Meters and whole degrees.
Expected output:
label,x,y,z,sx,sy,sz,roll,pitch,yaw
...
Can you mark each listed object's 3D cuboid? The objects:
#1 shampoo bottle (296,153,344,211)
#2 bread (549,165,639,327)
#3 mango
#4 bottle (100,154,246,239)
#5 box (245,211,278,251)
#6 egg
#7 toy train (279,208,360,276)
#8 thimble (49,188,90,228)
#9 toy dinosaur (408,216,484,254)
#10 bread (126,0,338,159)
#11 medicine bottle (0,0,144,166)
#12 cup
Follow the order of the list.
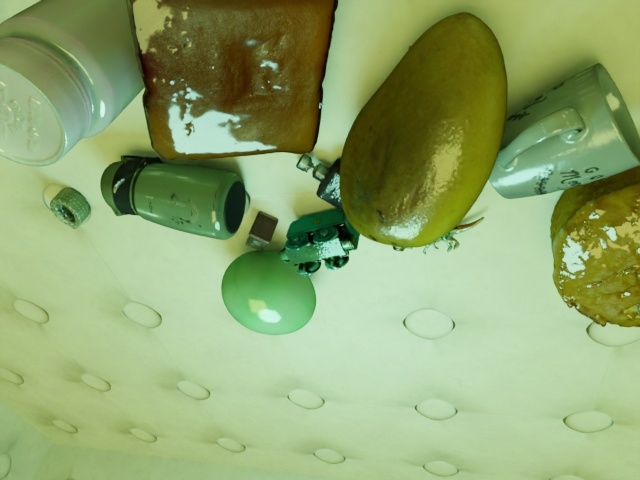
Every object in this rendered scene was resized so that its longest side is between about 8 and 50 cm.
label,x,y,z,sx,sy,sz,roll,pitch,yaw
shampoo bottle,0.084,-0.107,1.116,0.309,0.071,0.098,29,134,-12
bread,0.660,0.011,0.976,0.398,0.215,0.398,7,135,7
mango,0.187,-0.186,0.895,0.220,0.301,0.445,-5,129,-37
bottle,-0.366,-0.112,1.176,0.347,0.168,0.168,12,135,11
box,-0.156,-0.021,1.259,0.060,0.085,0.063,24,142,-9
egg,-0.138,0.144,1.310,0.269,0.220,0.220,30,133,-24
toy train,0.000,0.000,1.185,0.198,0.154,0.107,-12,125,23
thimble,-0.703,-0.088,1.355,0.084,0.062,0.110,5,133,11
toy dinosaur,0.293,-0.023,1.166,0.106,0.044,0.187,36,134,2
bread,-0.153,-0.306,0.870,0.333,0.143,0.324,-8,137,-14
medicine bottle,-0.432,-0.312,0.851,0.213,0.379,0.214,7,134,7
cup,0.404,-0.176,0.854,0.234,0.258,0.186,-24,78,39
